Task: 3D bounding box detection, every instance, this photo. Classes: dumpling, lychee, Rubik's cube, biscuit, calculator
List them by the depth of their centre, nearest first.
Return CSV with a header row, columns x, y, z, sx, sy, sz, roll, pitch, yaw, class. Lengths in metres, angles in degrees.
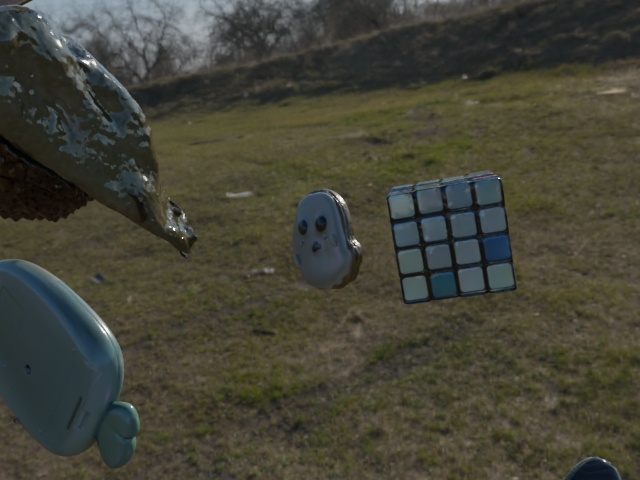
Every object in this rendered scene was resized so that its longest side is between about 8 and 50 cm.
x,y,z,sx,sy,sz,roll,pitch,yaw,class
-0.219,-0.121,0.590,0.086,0.332,0.166,-32,48,15,dumpling
-0.315,0.143,0.770,0.299,0.186,0.041,39,23,22,calculator
0.181,-0.008,0.931,0.155,0.154,0.151,-10,7,12,Rubik's cube
-0.422,-0.143,0.953,0.267,0.268,0.267,-7,14,2,lychee
0.000,0.000,1.323,0.049,0.208,0.181,-5,-16,-40,biscuit

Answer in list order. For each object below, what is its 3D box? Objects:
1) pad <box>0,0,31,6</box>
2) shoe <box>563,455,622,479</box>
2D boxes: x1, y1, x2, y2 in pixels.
x,y,z,sx,sy,sz,roll,pitch,yaw,class
-0.657,-0.470,1.173,0.283,0.018,0.287,21,37,1,pad
0.469,0.503,1.180,0.099,0.112,0.228,15,65,26,shoe
